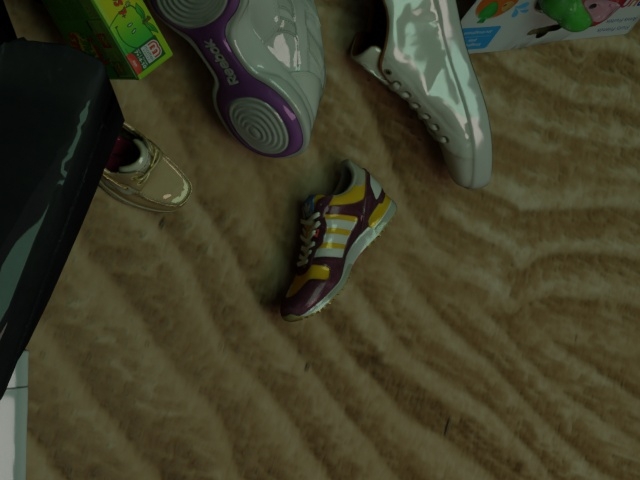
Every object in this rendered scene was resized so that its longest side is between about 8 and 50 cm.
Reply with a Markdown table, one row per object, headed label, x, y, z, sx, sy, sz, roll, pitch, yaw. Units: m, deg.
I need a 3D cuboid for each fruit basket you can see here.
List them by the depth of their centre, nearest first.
| label | x | y | z | sx | sy | sz | roll | pitch | yaw |
| --- | --- | --- | --- | --- | --- | --- | --- | --- | --- |
| fruit basket | 0.336 | -0.319 | 1.515 | 0.327 | 0.353 | 0.165 | -11 | 58 | -36 |

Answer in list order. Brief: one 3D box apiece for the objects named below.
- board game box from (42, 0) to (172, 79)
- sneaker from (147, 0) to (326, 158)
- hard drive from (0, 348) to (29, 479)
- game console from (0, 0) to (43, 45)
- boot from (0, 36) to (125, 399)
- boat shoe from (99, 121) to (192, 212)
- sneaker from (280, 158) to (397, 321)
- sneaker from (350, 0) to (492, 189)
| label | x | y | z | sx | sy | sz | roll | pitch | yaw |
| --- | --- | --- | --- | --- | --- | --- | --- | --- | --- |
| board game box | -0.208 | -0.225 | 1.192 | 0.043 | 0.092 | 0.181 | -42 | 119 | -26 |
| sneaker | -0.077 | -0.230 | 1.330 | 0.152 | 0.114 | 0.305 | -64 | 143 | -42 |
| hard drive | -0.367 | 0.271 | 1.180 | 0.233 | 0.047 | 0.353 | 1 | 92 | -37 |
| game console | -0.263 | -0.271 | 1.233 | 0.361 | 0.044 | 0.213 | -29 | 109 | -33 |
| boot | -0.390 | 0.020 | 1.045 | 0.367 | 0.146 | 0.445 | 19 | 75 | -5 |
| boat shoe | -0.183 | -0.076 | 1.292 | 0.170 | 0.059 | 0.063 | 31 | 74 | -33 |
| sneaker | 0.000 | 0.000 | 1.435 | 0.084 | 0.069 | 0.185 | 47 | 59 | -19 |
| sneaker | 0.099 | -0.178 | 1.492 | 0.123 | 0.106 | 0.290 | -21 | 110 | -7 |
